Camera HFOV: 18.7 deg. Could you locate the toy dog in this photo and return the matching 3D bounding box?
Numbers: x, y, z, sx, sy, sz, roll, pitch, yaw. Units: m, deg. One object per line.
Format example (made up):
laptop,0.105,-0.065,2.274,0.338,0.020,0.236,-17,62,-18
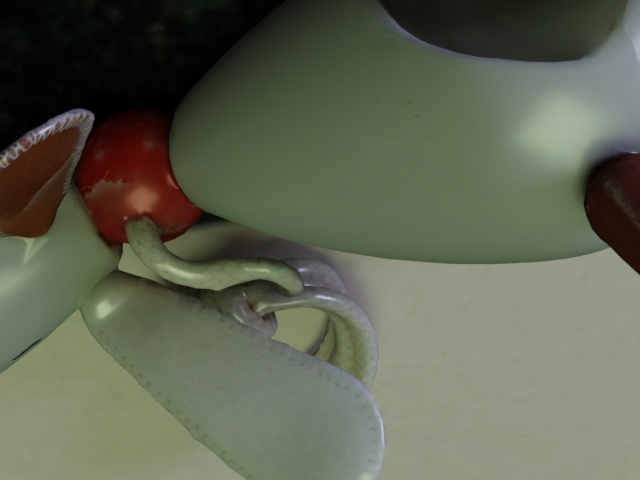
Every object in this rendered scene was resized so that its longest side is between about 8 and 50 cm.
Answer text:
toy dog,0.000,0.000,0.578,0.220,0.161,0.334,29,127,-28
